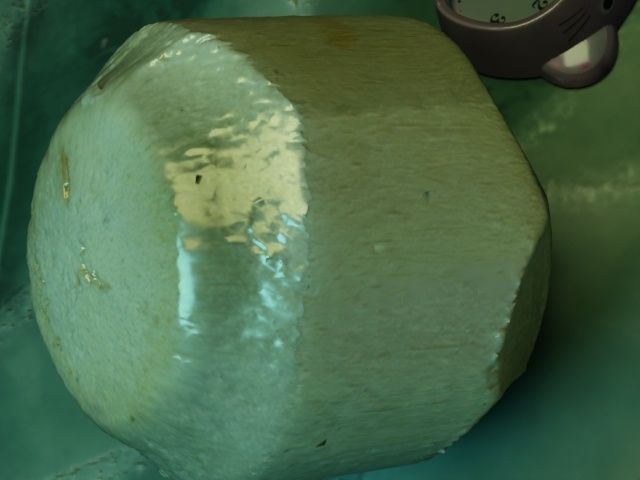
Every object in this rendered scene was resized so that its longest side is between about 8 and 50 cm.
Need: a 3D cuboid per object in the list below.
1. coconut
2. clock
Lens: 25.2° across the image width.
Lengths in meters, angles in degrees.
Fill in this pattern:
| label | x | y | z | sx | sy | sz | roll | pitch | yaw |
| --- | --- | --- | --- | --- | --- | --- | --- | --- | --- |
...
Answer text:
| label | x | y | z | sx | sy | sz | roll | pitch | yaw |
| --- | --- | --- | --- | --- | --- | --- | --- | --- | --- |
| coconut | 0.000 | 0.000 | 0.721 | 0.237 | 0.266 | 0.237 | 0 | 90 | 53 |
| clock | 0.140 | -0.167 | 0.845 | 0.110 | 0.050 | 0.152 | 25 | 78 | 31 |
